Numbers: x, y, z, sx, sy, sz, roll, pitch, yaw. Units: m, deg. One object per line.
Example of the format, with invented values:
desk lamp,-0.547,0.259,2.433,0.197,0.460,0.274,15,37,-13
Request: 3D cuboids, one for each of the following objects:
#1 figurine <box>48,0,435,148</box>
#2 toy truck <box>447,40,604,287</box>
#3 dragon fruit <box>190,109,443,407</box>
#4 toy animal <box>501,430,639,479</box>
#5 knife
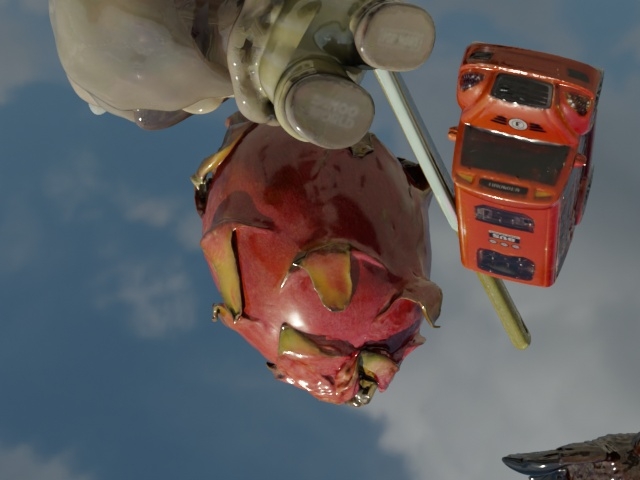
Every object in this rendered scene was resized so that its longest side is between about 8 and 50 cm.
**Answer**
figurine,-0.078,-0.177,1.197,0.203,0.248,0.380,8,-165,-44
toy truck,0.161,-0.057,1.219,0.107,0.252,0.114,14,-110,13
dragon fruit,0.000,-0.004,1.502,0.250,0.250,0.315,6,-127,-6
toy animal,0.291,0.220,1.497,0.218,0.179,0.116,27,-154,-25
knife,0.117,-0.036,1.334,0.027,0.343,0.061,-23,-156,12
